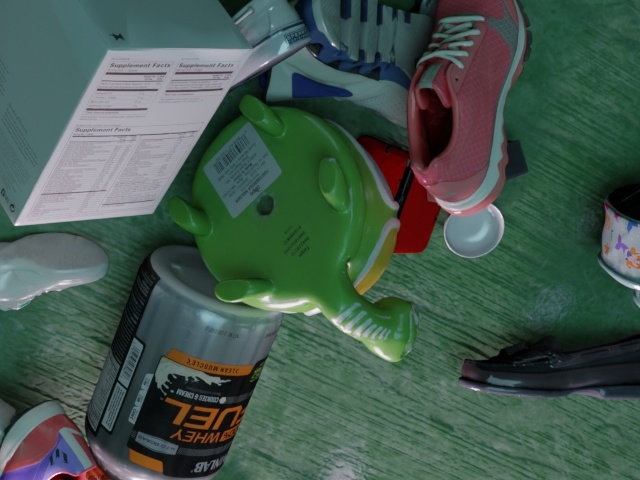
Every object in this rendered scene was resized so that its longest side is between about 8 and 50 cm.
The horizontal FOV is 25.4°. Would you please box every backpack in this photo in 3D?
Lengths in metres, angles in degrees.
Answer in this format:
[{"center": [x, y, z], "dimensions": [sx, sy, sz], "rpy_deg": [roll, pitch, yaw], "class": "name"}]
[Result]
[{"center": [0.495, 0.013, 1.878], "dimensions": [0.253, 0.225, 0.191], "rpy_deg": [6, 107, -10], "class": "backpack"}]

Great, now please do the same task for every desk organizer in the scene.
[{"center": [0.198, -0.090, 1.850], "dimensions": [0.130, 0.050, 0.047], "rpy_deg": [-20, 100, -11], "class": "desk organizer"}]

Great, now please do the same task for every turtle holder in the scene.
[{"center": [0.002, -0.020, 1.720], "dimensions": [0.227, 0.320, 0.243], "rpy_deg": [16, 95, -56], "class": "turtle holder"}]

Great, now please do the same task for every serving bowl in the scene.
[{"center": [0.203, -0.020, 1.908], "dimensions": [0.083, 0.027, 0.083], "rpy_deg": [-4, 115, -9], "class": "serving bowl"}]

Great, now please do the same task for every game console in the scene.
[{"center": [0.094, -0.061, 1.876], "dimensions": [0.124, 0.085, 0.144], "rpy_deg": [23, 109, 13], "class": "game console"}]

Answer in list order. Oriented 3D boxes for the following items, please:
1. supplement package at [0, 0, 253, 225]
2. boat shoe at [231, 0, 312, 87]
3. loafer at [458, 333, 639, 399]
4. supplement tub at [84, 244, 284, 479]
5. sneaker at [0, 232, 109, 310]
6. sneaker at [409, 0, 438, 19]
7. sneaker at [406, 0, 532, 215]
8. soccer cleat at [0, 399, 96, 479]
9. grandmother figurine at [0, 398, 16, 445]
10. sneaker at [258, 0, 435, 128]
[{"center": [-0.249, -0.181, 1.568], "dimensions": [0.198, 0.199, 0.262], "rpy_deg": [-7, 143, -44], "class": "supplement package"}, {"center": [-0.112, -0.217, 1.635], "dimensions": [0.258, 0.095, 0.084], "rpy_deg": [-23, 95, 42], "class": "boat shoe"}, {"center": [0.334, 0.169, 1.992], "dimensions": [0.302, 0.109, 0.095], "rpy_deg": [4, 93, -20], "class": "loafer"}, {"center": [-0.184, 0.182, 1.826], "dimensions": [0.194, 0.193, 0.316], "rpy_deg": [16, 110, -18], "class": "supplement tub"}, {"center": [-0.372, 0.049, 1.803], "dimensions": [0.212, 0.080, 0.094], "rpy_deg": [-2, 126, -3], "class": "sneaker"}, {"center": [0.147, -0.306, 1.764], "dimensions": [0.069, 0.038, 0.098], "rpy_deg": [34, 102, -24], "class": "sneaker"}, {"center": [0.164, -0.193, 1.657], "dimensions": [0.136, 0.116, 0.314], "rpy_deg": [22, 69, -54], "class": "sneaker"}, {"center": [-0.373, 0.346, 1.854], "dimensions": [0.109, 0.116, 0.318], "rpy_deg": [-23, 149, -44], "class": "soccer cleat"}, {"center": [-0.535, 0.320, 1.869], "dimensions": [0.342, 0.104, 0.208], "rpy_deg": [-36, 124, 8], "class": "grandmother figurine"}, {"center": [0.027, -0.221, 1.734], "dimensions": [0.315, 0.182, 0.127], "rpy_deg": [26, 64, -47], "class": "sneaker"}]
